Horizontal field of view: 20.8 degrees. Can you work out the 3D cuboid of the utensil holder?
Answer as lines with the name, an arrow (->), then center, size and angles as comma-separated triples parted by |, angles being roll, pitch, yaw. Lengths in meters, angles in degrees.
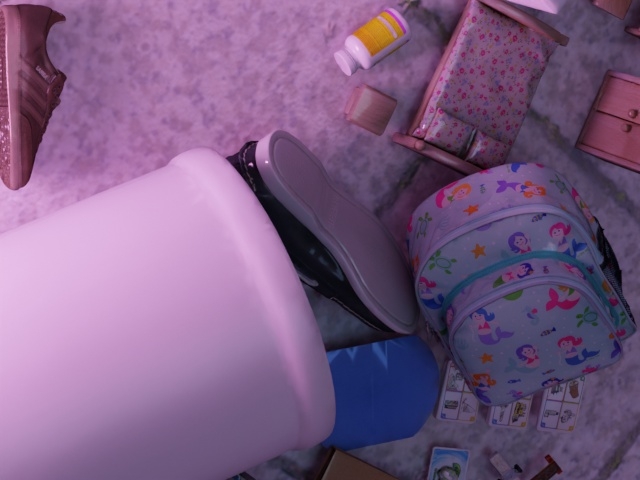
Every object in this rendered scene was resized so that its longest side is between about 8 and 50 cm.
utensil holder -> -0.227, 0.128, 1.716 | 0.385, 0.327, 0.327 | -24, 114, -16

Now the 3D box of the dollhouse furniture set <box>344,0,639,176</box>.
dollhouse furniture set -> 0.258, -0.195, 1.938 | 0.356, 0.174, 0.303 | 22, 94, -29

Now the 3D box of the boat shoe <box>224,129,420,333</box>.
boat shoe -> 0.000, 0.000, 1.921 | 0.302, 0.091, 0.114 | 51, 36, -26

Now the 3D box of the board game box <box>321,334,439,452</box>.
board game box -> 0.055, 0.173, 2.028 | 0.169, 0.033, 0.133 | -10, 114, -18

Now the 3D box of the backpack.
backpack -> 0.217, 0.047, 1.950 | 0.225, 0.191, 0.253 | -21, 123, 13

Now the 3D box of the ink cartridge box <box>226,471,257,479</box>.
ink cartridge box -> -0.099, 0.286, 1.929 | 0.062, 0.109, 0.209 | -50, 126, -4

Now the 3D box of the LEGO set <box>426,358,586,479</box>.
LEGO set -> 0.213, 0.266, 2.135 | 0.182, 0.060, 0.244 | 7, 100, -15

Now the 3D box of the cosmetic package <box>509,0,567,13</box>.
cosmetic package -> 0.118, -0.366, 1.700 | 0.217, 0.385, 0.156 | 41, 85, -29

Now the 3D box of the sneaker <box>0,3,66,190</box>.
sneaker -> -0.288, -0.143, 1.752 | 0.071, 0.066, 0.188 | -5, 107, -25

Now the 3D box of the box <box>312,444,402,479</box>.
box -> 0.057, 0.353, 2.051 | 0.201, 0.021, 0.164 | 29, 87, -26

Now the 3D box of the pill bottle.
pill bottle -> 0.057, -0.216, 1.909 | 0.083, 0.043, 0.043 | -36, 117, -13
